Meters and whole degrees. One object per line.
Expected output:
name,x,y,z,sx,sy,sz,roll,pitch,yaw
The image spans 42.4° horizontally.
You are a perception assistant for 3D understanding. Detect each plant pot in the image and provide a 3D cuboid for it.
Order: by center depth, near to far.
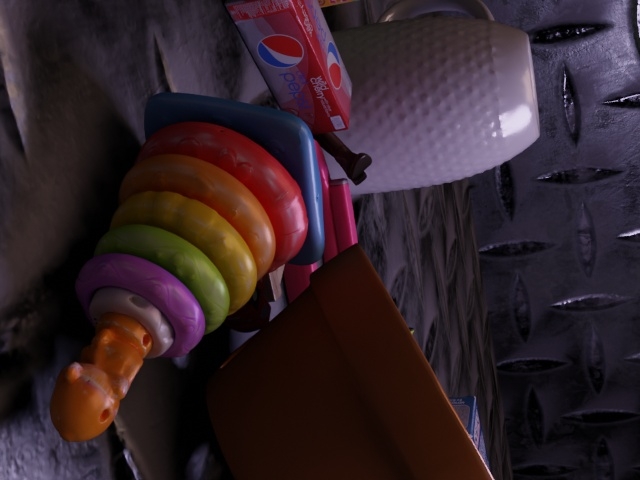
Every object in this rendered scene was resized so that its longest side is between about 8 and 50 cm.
plant pot,0.022,0.175,0.818,0.290,0.204,0.291,61,1,-1

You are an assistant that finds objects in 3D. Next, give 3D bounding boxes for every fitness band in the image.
fitness band,0.000,0.000,1.163,0.209,0.054,0.290,-28,110,-71

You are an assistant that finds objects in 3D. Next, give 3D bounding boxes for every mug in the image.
mug,0.183,-0.268,1.367,0.276,0.328,0.373,58,31,-54

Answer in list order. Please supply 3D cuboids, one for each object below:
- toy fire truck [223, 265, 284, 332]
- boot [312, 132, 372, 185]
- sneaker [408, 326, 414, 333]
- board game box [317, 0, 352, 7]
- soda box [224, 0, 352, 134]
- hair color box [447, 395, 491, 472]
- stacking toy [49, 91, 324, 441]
toy fire truck,-0.068,0.028,0.952,0.135,0.047,0.192,59,31,-56
boot,0.024,-0.139,1.205,0.114,0.037,0.106,51,-12,11
sneaker,0.092,0.212,1.302,0.300,0.111,0.121,-15,102,-70
board game box,0.008,-0.459,1.218,0.039,0.124,0.259,51,37,-59
soda box,-0.034,-0.255,1.091,0.263,0.084,0.092,60,30,-53
hair color box,0.222,0.449,1.512,0.105,0.174,0.347,-66,145,-55
stacking toy,-0.123,0.032,0.652,0.175,0.166,0.301,83,25,-43
